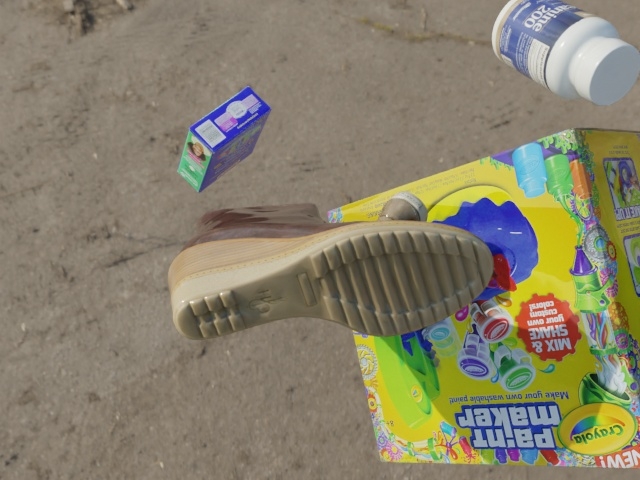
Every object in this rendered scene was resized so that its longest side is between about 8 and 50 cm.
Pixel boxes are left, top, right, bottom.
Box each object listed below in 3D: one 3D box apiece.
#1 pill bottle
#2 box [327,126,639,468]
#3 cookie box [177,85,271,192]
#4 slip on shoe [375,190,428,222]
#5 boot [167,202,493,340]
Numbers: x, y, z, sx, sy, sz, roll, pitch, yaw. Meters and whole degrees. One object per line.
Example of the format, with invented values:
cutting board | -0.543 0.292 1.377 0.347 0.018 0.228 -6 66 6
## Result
pill bottle | 0.202 -0.158 0.567 0.067 0.067 0.120 -16 39 -16
box | 0.192 0.064 0.695 0.177 0.279 0.289 -8 -7 -45
cookie box | -0.111 -0.112 0.774 0.040 0.107 0.092 46 63 3
slip on shoe | 0.064 0.016 0.609 0.051 0.135 0.041 34 56 20
boot | 0.000 0.000 0.572 0.248 0.090 0.207 -8 22 2
